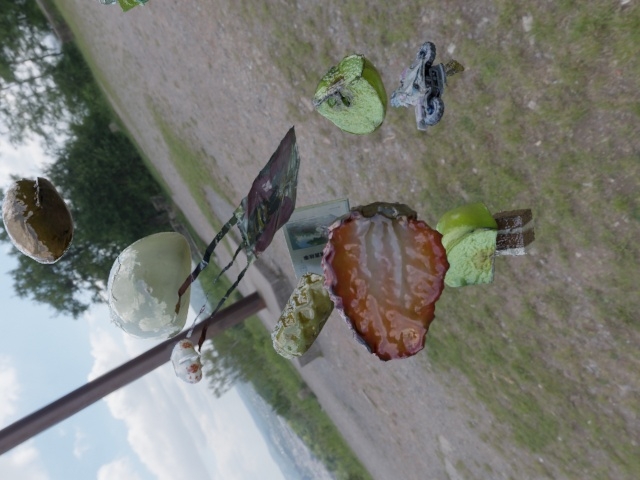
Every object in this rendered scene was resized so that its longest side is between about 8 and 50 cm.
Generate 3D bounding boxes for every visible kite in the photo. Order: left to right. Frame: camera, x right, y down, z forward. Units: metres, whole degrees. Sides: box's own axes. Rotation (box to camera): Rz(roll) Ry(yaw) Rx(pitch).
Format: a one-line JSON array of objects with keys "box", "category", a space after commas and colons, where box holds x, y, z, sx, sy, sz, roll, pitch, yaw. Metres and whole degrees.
[{"box": [-0.110, -0.011, 0.675, 0.022, 0.360, 0.204, 19, 142, 13], "category": "kite"}]

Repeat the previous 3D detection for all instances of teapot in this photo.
[{"box": [-0.465, 0.427, 1.545, 0.245, 0.116, 0.159, 138, 124, -65], "category": "teapot"}]

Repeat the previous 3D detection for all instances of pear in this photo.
[{"box": [0.144, -0.491, 1.509, 0.255, 0.164, 0.238, 31, 146, -31], "category": "pear"}, {"box": [0.484, -0.013, 1.513, 0.281, 0.176, 0.286, -85, -14, -50], "category": "pear"}]

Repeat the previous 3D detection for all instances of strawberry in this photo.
[{"box": [0.133, 0.085, 0.956, 0.149, 0.265, 0.336, 148, 115, -85], "category": "strawberry"}]

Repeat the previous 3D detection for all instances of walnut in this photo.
[{"box": [-0.655, -0.053, 1.019, 0.245, 0.137, 0.137, 62, 163, 14], "category": "walnut"}]

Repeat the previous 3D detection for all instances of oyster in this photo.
[{"box": [0.405, -0.530, 1.358, 0.051, 0.093, 0.034, 66, -171, -69], "category": "oyster"}]

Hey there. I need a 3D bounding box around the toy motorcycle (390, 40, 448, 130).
[{"box": [0.276, -0.419, 1.269, 0.204, 0.108, 0.239, -27, 48, 60], "category": "toy motorcycle"}]

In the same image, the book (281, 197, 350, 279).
[{"box": [0.000, 0.000, 1.344, 0.025, 0.215, 0.282, -100, -3, -47], "category": "book"}]

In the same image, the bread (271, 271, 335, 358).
[{"box": [-0.049, 0.226, 1.311, 0.130, 0.267, 0.152, 28, 172, 15], "category": "bread"}]

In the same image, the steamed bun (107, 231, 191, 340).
[{"box": [-0.521, 0.132, 1.334, 0.312, 0.233, 0.333, 130, 137, -57], "category": "steamed bun"}]

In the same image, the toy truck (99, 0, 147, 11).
[{"box": [-0.495, -0.634, 0.954, 0.128, 0.135, 0.259, 38, 156, 26], "category": "toy truck"}]

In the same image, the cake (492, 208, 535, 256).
[{"box": [0.676, -0.027, 1.553, 0.135, 0.135, 0.147, -8, 102, 44], "category": "cake"}]
